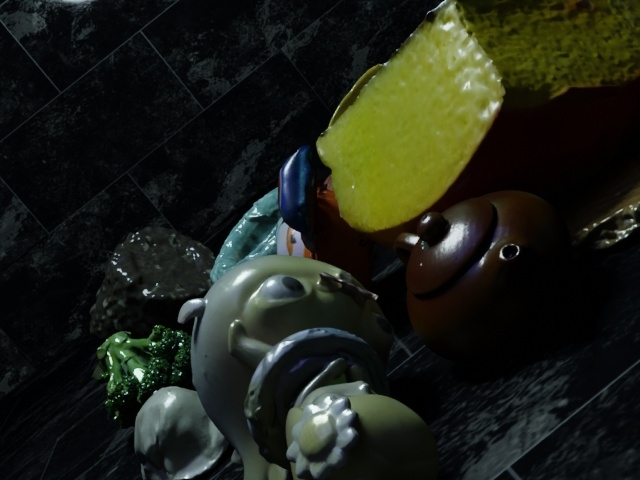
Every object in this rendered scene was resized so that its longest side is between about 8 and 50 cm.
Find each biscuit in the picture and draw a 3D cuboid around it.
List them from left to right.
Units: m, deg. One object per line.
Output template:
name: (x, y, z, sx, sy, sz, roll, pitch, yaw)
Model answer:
biscuit: (0.298, -0.037, 0.971, 0.224, 0.033, 0.144, -35, 12, 32)

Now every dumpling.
dumpling: (-0.183, 0.250, 1.229, 0.188, 0.108, 0.127, -6, 55, 42)

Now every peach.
peach: (0.213, -0.133, 1.111, 0.306, 0.242, 0.380, 1, -38, -45)

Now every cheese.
cheese: (0.000, 0.000, 1.273, 0.129, 0.216, 0.329, -4, -26, 7)

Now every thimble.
thimble: (-0.057, 0.026, 1.522, 0.235, 0.143, 0.198, -46, 21, -3)

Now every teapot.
teapot: (0.136, 0.018, 0.942, 0.178, 0.135, 0.252, -51, 20, -11)

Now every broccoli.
broccoli: (-0.270, 0.213, 1.537, 0.195, 0.156, 0.195, -54, -13, -19)

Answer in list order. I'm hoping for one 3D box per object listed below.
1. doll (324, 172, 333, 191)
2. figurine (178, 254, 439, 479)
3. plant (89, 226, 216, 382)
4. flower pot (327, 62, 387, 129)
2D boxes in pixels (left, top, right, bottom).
doll: (0.066, -0.111, 1.918, 0.211, 0.093, 0.262, -36, 11, 31)
figurine: (-0.008, 0.169, 0.870, 0.274, 0.227, 0.394, -69, 22, 4)
plant: (-0.309, 0.150, 1.815, 0.215, 0.213, 0.312, -53, -18, -56)
flower pot: (0.130, -0.168, 1.617, 0.195, 0.179, 0.195, -44, 27, 30)
